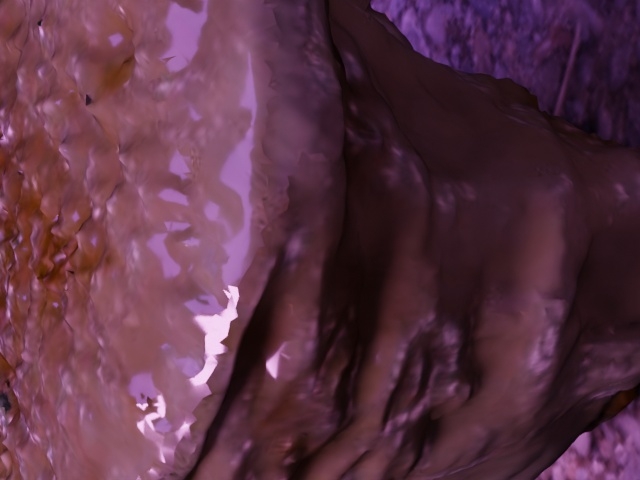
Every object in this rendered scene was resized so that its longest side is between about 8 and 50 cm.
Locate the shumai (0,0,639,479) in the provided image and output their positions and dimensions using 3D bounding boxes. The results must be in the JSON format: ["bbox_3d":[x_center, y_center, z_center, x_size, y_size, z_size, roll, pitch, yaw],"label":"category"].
[{"bbox_3d":[0.000,0.000,0.852,0.397,0.323,0.324,-65,35,37],"label":"shumai"}]
